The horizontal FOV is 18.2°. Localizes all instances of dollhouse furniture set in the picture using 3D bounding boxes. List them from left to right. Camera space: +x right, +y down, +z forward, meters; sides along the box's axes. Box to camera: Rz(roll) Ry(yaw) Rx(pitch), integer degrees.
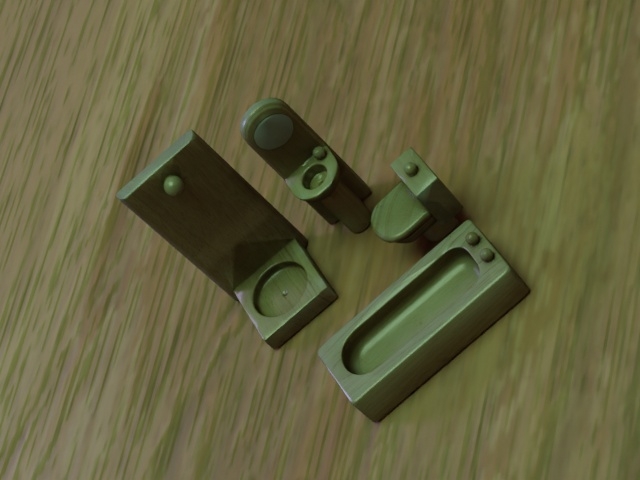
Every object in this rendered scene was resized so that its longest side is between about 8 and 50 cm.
[{"bbox_3d":[0.000,0.000,1.110,0.144,0.123,0.151,-41,44,5],"label":"dollhouse furniture set"}]
